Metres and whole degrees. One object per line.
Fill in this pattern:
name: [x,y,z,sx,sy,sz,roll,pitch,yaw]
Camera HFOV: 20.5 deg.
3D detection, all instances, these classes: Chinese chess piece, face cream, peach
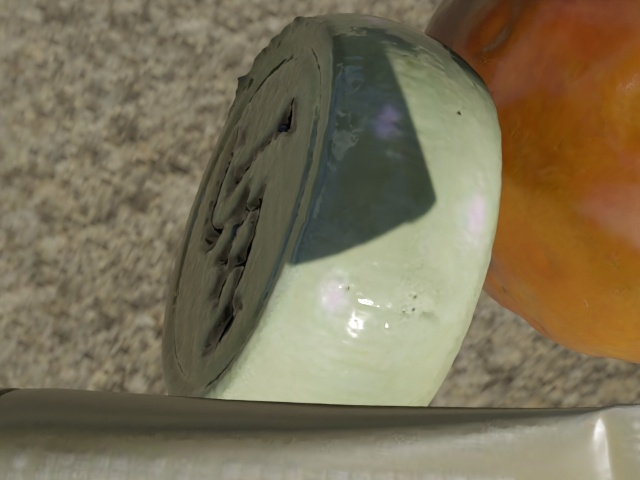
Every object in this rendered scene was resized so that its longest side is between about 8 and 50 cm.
Chinese chess piece: [0.000,0.000,0.960,0.101,0.250,0.250,18,60,-19]
face cream: [-0.025,0.106,0.649,0.084,0.341,0.137,-40,125,-50]
peach: [0.230,-0.093,1.216,0.343,0.343,0.301,-28,76,-29]
